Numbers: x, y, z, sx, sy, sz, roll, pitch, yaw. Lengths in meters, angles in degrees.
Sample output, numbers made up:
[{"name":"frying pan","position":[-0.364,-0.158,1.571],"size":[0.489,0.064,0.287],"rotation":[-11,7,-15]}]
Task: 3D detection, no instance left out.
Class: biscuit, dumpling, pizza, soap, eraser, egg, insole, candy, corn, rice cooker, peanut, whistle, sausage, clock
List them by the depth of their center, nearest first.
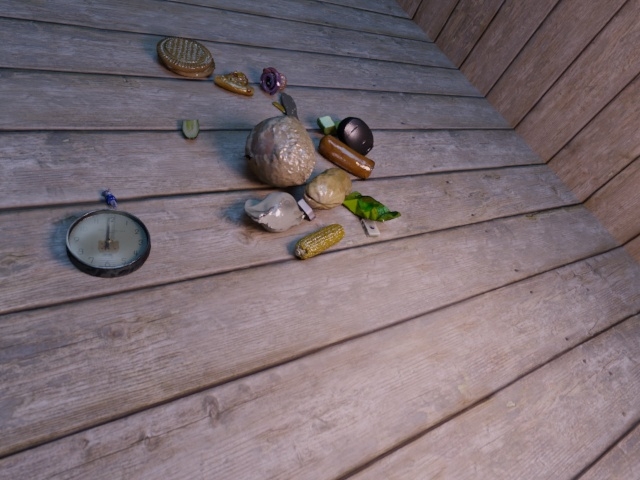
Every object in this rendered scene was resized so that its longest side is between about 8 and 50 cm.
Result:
[{"name":"clock","position":[-0.613,0.003,1.227],"size":[0.226,0.049,0.225],"rotation":[14,50,-17]},{"name":"whistle","position":[-0.664,-0.131,1.327],"size":[0.033,0.029,0.083],"rotation":[-38,66,-4]},{"name":"dumpling","position":[-0.170,-0.111,1.497],"size":[0.173,0.142,0.247],"rotation":[29,19,37]},{"name":"corn","position":[0.000,0.000,1.520],"size":[0.238,0.080,0.080],"rotation":[-30,70,-39]},{"name":"eraser","position":[-0.051,-0.114,1.573],"size":[0.026,0.105,0.065],"rotation":[-42,73,-3]},{"name":"egg","position":[-0.152,-0.335,1.599],"size":[0.279,0.279,0.310],"rotation":[-3,52,-29]},{"name":"peanut","position":[0.038,-0.204,1.647],"size":[0.149,0.149,0.313],"rotation":[35,28,4]},{"name":"candy","position":[0.196,-0.132,1.724],"size":[0.246,0.069,0.149],"rotation":[35,36,28]},{"name":"sausage","position":[0.111,-0.369,1.867],"size":[0.271,0.109,0.109],"rotation":[32,46,0]},{"name":"biscuit","position":[-0.602,-0.823,1.894],"size":[0.259,0.079,0.259],"rotation":[13,48,-15]},{"name":"rice cooker","position":[0.160,-0.473,1.925],"size":[0.203,0.142,0.118],"rotation":[48,-5,-39]},{"name":"pizza","position":[-0.382,-0.733,1.944],"size":[0.182,0.062,0.161],"rotation":[23,41,-6]},{"name":"soap","position":[-0.187,-0.628,1.987],"size":[0.089,0.012,0.034],"rotation":[39,43,7]},{"name":"insole","position":[-0.144,-0.625,1.999],"size":[0.081,0.011,0.247],"rotation":[16,43,-33]}]

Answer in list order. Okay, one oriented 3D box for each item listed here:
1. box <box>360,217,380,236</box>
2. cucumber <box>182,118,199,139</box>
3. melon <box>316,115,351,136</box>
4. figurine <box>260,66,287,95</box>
[{"name":"box","position":[0.202,-0.052,1.701],"size":[0.054,0.024,0.083],"rotation":[0,53,-29]},{"name":"cucumber","position":[-0.504,-0.427,1.646],"size":[0.067,0.035,0.107],"rotation":[-7,56,-9]},{"name":"melon","position":[0.076,-0.540,1.982],"size":[0.210,0.118,0.064],"rotation":[-16,75,-22]},{"name":"figurine","position":[-0.228,-0.768,2.029],"size":[0.114,0.126,0.157],"rotation":[-10,17,15]}]
